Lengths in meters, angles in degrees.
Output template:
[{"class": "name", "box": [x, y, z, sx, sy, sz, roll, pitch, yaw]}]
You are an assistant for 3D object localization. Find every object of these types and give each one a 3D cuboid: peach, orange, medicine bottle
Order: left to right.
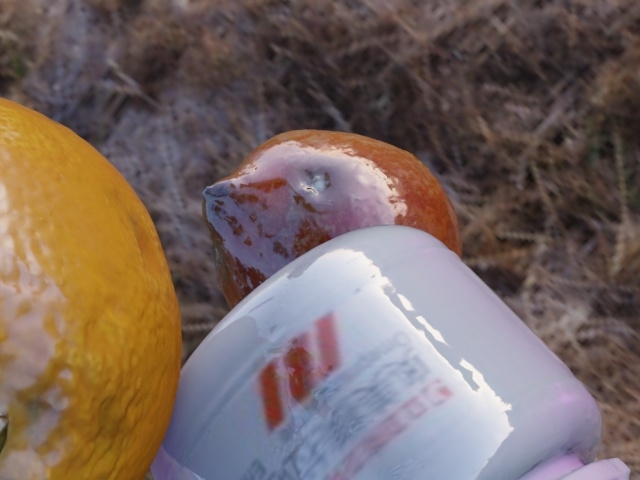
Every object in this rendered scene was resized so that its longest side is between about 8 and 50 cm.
[{"class": "orange", "box": [-0.230, 0.064, 1.077, 0.312, 0.312, 0.312, -15, 61, 28]}, {"class": "peach", "box": [0.000, 0.000, 1.734, 0.232, 0.256, 0.232, -22, 59, 43]}, {"class": "medicine bottle", "box": [0.074, 0.178, 1.178, 0.256, 0.256, 0.325, -45, 68, 8]}]
